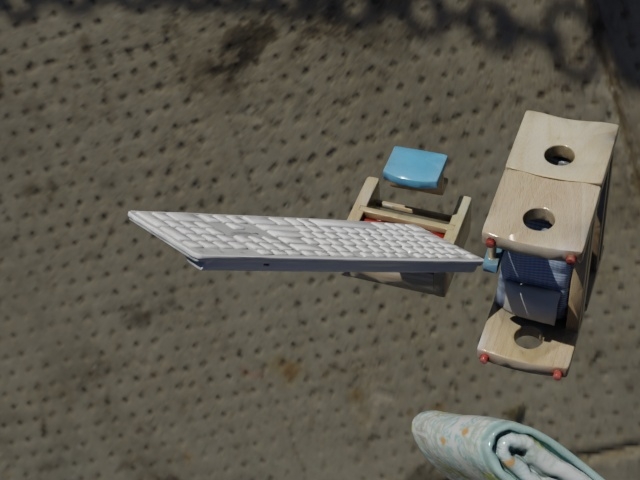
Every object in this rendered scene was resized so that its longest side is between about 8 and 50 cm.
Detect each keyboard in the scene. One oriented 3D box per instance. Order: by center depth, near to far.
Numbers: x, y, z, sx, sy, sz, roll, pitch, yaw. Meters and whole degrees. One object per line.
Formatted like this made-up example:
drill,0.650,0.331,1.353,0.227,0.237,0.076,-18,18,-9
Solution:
keyboard,0.000,0.000,0.801,0.072,0.256,0.014,36,113,40

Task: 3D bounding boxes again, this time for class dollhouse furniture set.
dollhouse furniture set,0.099,-0.007,0.881,0.184,0.129,0.129,12,138,16

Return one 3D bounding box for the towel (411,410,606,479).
towel,0.319,0.371,1.767,0.374,0.320,0.090,39,74,-9
